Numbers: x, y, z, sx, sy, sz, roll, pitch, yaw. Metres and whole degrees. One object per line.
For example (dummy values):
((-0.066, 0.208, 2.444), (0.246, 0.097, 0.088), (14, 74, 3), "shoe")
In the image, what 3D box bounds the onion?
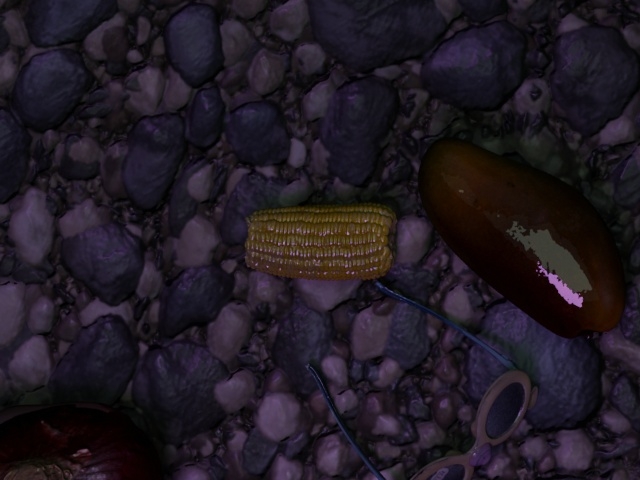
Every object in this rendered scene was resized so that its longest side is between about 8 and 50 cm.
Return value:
((-0.287, 0.298, 1.594), (0.272, 0.195, 0.272), (-9, 37, 7), "onion")

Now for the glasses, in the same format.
((0.091, 0.156, 1.578), (0.220, 0.088, 0.189), (41, 90, 17), "glasses")

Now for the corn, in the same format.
((0.000, 0.000, 1.640), (0.165, 0.063, 0.085), (2, 103, 13), "corn")

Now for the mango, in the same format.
((0.213, -0.009, 1.570), (0.267, 0.111, 0.133), (42, 106, 15), "mango")
